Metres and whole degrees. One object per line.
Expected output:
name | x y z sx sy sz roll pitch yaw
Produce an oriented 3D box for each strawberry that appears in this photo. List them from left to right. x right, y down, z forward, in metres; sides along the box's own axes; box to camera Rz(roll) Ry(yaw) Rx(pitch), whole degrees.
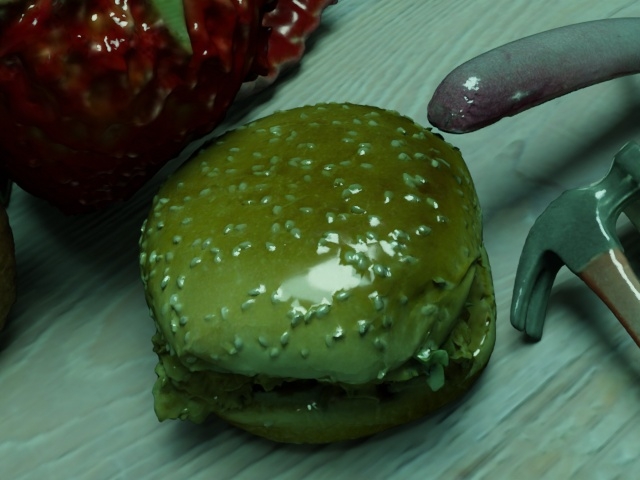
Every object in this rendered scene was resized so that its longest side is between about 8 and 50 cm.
strawberry | -0.142 -0.107 0.540 0.205 0.244 0.205 8 56 -12

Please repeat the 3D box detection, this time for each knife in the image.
knife | 0.167 -0.113 0.570 0.278 0.053 0.123 -14 36 -37

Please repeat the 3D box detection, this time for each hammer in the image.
hammer | 0.185 0.085 0.423 0.111 0.033 0.287 -43 51 20

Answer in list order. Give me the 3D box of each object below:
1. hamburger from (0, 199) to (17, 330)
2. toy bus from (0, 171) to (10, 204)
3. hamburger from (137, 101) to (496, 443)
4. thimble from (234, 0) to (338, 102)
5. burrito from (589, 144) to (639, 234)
hamburger | -0.309 0.019 0.462 0.211 0.245 0.260 30 100 19
toy bus | -0.304 -0.147 0.697 0.139 0.113 0.301 -16 47 -2
hamburger | 0.000 0.000 0.498 0.190 0.122 0.215 0 44 10
thimble | -0.080 -0.197 0.671 0.125 0.163 0.189 17 48 26
burrito | 0.290 0.066 0.423 0.117 0.076 0.392 -25 47 -15
